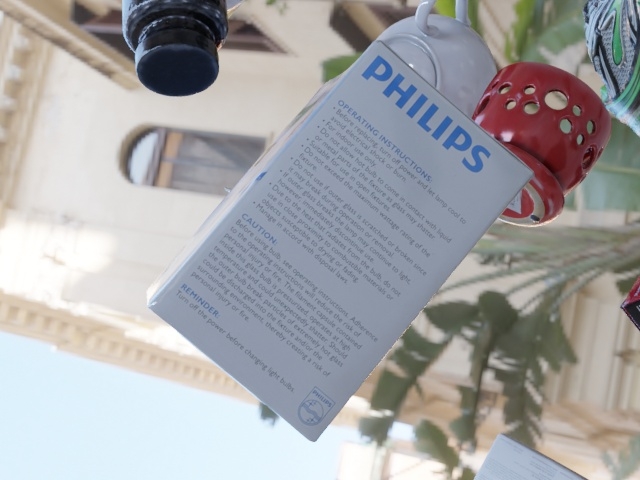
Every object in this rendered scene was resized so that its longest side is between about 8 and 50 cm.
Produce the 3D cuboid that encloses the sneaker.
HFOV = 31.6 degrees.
[{"bbox_3d":[0.280,-0.204,0.973,0.134,0.146,0.343,-41,-39,-19],"label":"sneaker"}]

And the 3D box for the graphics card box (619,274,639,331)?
[{"bbox_3d":[0.541,-0.013,1.273,0.094,0.371,0.233,51,-132,-5],"label":"graphics card box"}]

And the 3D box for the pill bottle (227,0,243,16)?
[{"bbox_3d":[-0.174,-0.399,1.756,0.208,0.119,0.119,162,123,-70],"label":"pill bottle"}]

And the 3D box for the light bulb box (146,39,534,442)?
[{"bbox_3d":[0.000,0.000,1.295,0.361,0.225,0.358,-50,7,-7],"label":"light bulb box"}]

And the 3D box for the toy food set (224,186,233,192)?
[{"bbox_3d":[-0.065,-0.040,1.929,0.038,0.132,0.192,-59,-41,-13],"label":"toy food set"}]

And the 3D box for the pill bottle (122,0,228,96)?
[{"bbox_3d":[-0.170,-0.281,1.321,0.123,0.122,0.219,55,-157,-56],"label":"pill bottle"}]

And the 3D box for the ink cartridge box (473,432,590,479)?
[{"bbox_3d":[0.289,0.427,1.675,0.066,0.189,0.232,29,-92,-45],"label":"ink cartridge box"}]

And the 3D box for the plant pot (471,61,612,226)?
[{"bbox_3d":[0.291,-0.130,1.605,0.174,0.191,0.191,-54,-35,-23],"label":"plant pot"}]

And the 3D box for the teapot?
[{"bbox_3d":[0.158,-0.264,1.866,0.187,0.252,0.256,-3,-101,-56],"label":"teapot"}]
